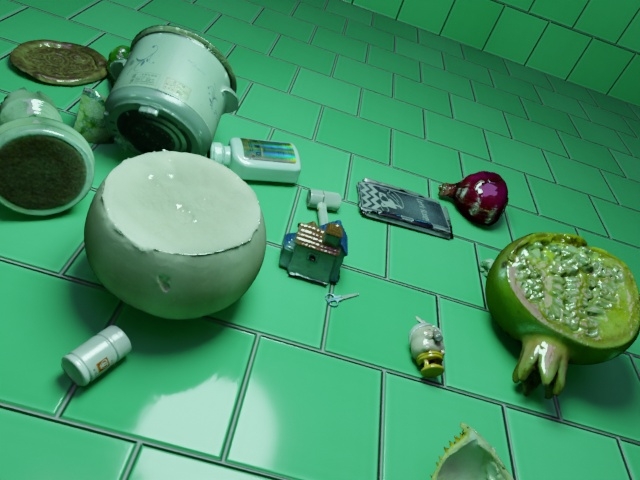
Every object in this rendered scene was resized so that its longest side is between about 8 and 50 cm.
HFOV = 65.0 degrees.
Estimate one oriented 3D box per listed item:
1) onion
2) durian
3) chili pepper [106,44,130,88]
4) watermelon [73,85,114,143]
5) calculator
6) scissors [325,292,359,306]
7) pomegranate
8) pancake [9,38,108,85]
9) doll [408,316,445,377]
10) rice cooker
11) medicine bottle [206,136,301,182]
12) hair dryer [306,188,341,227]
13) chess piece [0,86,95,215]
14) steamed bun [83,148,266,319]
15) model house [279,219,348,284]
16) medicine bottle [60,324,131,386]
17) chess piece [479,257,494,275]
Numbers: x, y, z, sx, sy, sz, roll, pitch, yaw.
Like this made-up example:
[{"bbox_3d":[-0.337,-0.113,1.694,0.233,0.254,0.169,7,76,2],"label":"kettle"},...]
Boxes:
[{"bbox_3d":[0.443,-0.140,1.437,0.198,0.135,0.173,21,37,3],"label":"onion"},{"bbox_3d":[0.255,0.407,0.740,0.144,0.139,0.252,-6,47,-23],"label":"durian"},{"bbox_3d":[-0.516,-0.448,1.391,0.136,0.099,0.270,-25,61,-13],"label":"chili pepper"},{"bbox_3d":[-0.554,-0.289,1.238,0.098,0.121,0.158,15,-7,-30],"label":"watermelon"},{"bbox_3d":[0.231,-0.091,1.373,0.274,0.028,0.165,15,37,-10],"label":"calculator"},{"bbox_3d":[0.049,0.121,1.070,0.083,0.006,0.036,-9,47,-31],"label":"scissors"},{"bbox_3d":[0.491,0.165,1.079,0.310,0.216,0.358,26,70,5],"label":"pomegranate"},{"bbox_3d":[-0.729,-0.502,1.404,0.250,0.031,0.250,12,41,-10],"label":"pancake"},{"bbox_3d":[0.216,0.199,0.996,0.073,0.084,0.127,10,48,-15],"label":"doll"},{"bbox_3d":[-0.348,-0.342,1.183,0.317,0.264,0.316,3,62,-6],"label":"rice cooker"},{"bbox_3d":[-0.171,-0.208,1.281,0.229,0.083,0.121,1,47,-22],"label":"medicine bottle"},{"bbox_3d":[0.012,-0.068,1.240,0.082,0.047,0.137,8,47,-16],"label":"hair dryer"},{"bbox_3d":[-0.587,-0.203,1.032,0.194,0.194,0.299,-7,38,-30],"label":"chess piece"},{"bbox_3d":[-0.258,-0.001,0.914,0.324,0.206,0.324,14,41,-13],"label":"steamed bun"},{"bbox_3d":[0.000,0.000,1.074,0.148,0.148,0.119,19,39,-6],"label":"model house"},{"bbox_3d":[-0.350,0.180,0.788,0.057,0.057,0.089,34,41,14],"label":"medicine bottle"},{"bbox_3d":[0.459,0.060,1.281,0.103,0.067,0.067,-12,50,-23],"label":"chess piece"}]
